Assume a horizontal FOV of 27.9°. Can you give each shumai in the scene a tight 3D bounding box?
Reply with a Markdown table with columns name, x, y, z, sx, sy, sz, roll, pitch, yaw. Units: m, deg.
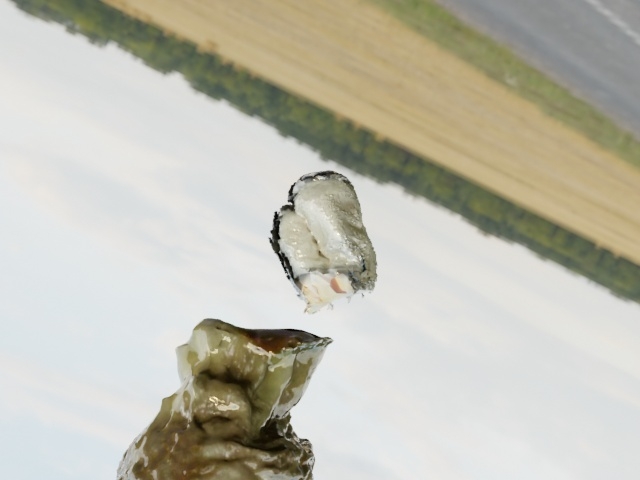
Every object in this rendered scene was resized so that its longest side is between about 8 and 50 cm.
| name | x | y | z | sx | sy | sz | roll | pitch | yaw |
| --- | --- | --- | --- | --- | --- | --- | --- | --- | --- |
| shumai | -0.075 | 0.137 | 1.004 | 0.161 | 0.153 | 0.209 | 6 | -177 | 18 |

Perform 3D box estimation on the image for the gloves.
| name | x | y | z | sx | sy | sz | roll | pitch | yaw |
| --- | --- | --- | --- | --- | --- | --- | --- | --- | --- |
| gloves | 0.003 | 0.000 | 1.441 | 0.114 | 0.153 | 0.070 | -21 | 172 | 28 |
